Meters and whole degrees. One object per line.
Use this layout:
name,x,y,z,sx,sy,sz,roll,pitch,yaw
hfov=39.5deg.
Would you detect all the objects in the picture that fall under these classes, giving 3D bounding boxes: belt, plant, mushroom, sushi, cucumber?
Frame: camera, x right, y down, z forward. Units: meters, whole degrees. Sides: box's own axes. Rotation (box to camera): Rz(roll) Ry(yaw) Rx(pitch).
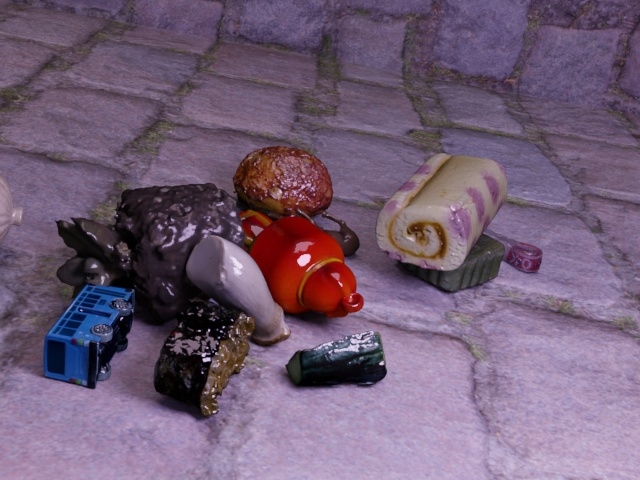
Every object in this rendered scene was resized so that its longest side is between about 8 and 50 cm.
belt,0.415,0.009,2.095,0.232,0.053,0.071,26,36,31
plant,-0.302,0.023,1.570,0.312,0.215,0.213,-15,31,-33
mushroom,-0.127,0.087,1.508,0.116,0.225,0.093,-18,41,41
sushi,-0.175,0.164,1.398,0.114,0.147,0.212,12,19,9
cucumber,0.044,0.202,1.486,0.193,0.086,0.115,-3,-17,-24

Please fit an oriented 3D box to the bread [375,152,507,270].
bread,0.261,-0.065,1.862,0.187,0.155,0.338,9,29,24

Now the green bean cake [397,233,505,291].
green bean cake,0.277,0.032,1.936,0.185,0.094,0.183,-13,33,-41

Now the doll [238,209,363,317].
doll,-0.051,0.046,1.678,0.182,0.160,0.363,-31,44,-31

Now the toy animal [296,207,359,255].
toy animal,0.000,0.000,1.896,0.214,0.094,0.186,4,32,-34

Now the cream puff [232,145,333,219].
cream puff,-0.088,-0.138,2.088,0.240,0.164,0.240,5,29,-3

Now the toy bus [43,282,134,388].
toy bus,-0.367,0.145,1.428,0.106,0.090,0.185,10,24,3

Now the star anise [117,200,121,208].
star anise,-0.317,-0.020,1.818,0.227,0.148,0.219,-14,58,9

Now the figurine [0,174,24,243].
figurine,-0.725,-0.037,1.635,0.332,0.205,0.185,-24,32,-5
